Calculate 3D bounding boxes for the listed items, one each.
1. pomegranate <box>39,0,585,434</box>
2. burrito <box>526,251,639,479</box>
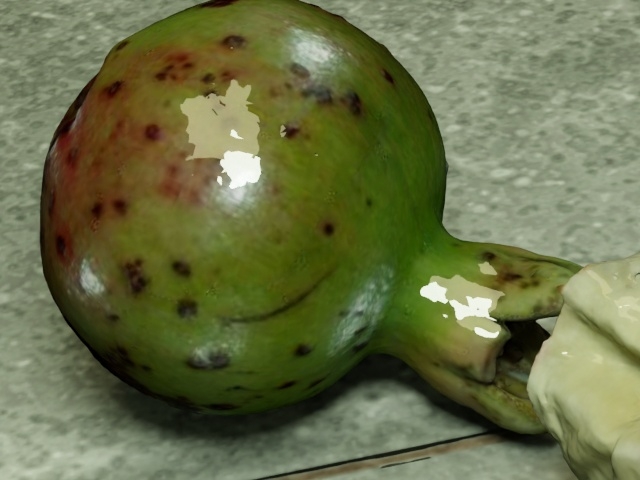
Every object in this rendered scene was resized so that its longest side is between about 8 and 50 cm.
[{"bbox_3d":[0.001,-0.014,0.914,0.306,0.242,0.242,8,35,-8],"label":"pomegranate"},{"bbox_3d":[0.233,0.129,0.701,0.135,0.190,0.332,-49,37,4],"label":"burrito"}]
